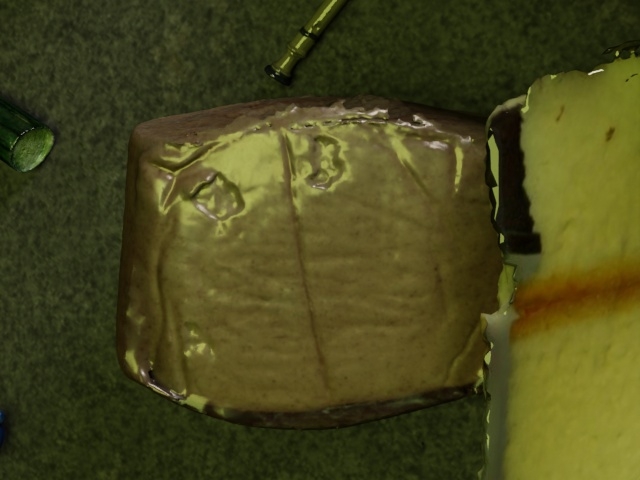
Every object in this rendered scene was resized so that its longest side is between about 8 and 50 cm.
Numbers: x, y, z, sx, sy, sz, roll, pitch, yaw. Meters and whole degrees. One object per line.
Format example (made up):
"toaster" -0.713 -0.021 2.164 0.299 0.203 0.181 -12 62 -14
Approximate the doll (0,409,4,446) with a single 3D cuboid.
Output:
"doll" -0.328 0.201 1.416 0.143 0.057 0.099 -45 63 13

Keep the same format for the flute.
"flute" 0.035 -0.217 1.254 0.027 0.027 0.233 44 107 13

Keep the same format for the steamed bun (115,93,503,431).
"steamed bun" 0.000 0.000 1.197 0.301 0.199 0.252 0 108 0

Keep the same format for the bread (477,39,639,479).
"bread" 0.310 0.015 1.069 0.405 0.242 0.346 -8 94 25

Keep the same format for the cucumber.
"cucumber" -0.284 -0.102 1.378 0.105 0.048 0.048 32 105 19
